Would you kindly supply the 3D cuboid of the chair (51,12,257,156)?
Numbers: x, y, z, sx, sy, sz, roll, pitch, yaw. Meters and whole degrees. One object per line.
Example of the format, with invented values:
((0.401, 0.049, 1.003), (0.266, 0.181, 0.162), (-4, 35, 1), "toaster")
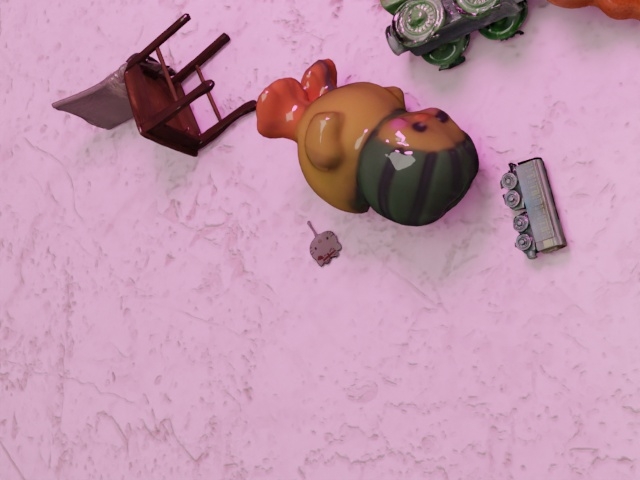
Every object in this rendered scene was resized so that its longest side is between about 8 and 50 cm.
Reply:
((-0.292, -0.231, 1.919), (0.319, 0.160, 0.186), (-32, 67, 22), "chair")

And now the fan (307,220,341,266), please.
((0.000, 0.000, 1.802), (0.056, 0.004, 0.083), (-40, 65, 21), "fan")

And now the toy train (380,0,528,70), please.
((0.198, -0.377, 1.656), (0.243, 0.132, 0.188), (-23, 68, 25), "toy train")

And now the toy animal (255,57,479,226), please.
((0.076, -0.132, 1.669), (0.338, 0.216, 0.191), (27, 126, 27), "toy animal")

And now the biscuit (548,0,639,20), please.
((0.350, -0.419, 1.553), (0.334, 0.047, 0.202), (36, 71, 12), "biscuit")

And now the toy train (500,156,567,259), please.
((0.305, -0.048, 1.603), (0.071, 0.038, 0.148), (-20, 74, 25), "toy train")
